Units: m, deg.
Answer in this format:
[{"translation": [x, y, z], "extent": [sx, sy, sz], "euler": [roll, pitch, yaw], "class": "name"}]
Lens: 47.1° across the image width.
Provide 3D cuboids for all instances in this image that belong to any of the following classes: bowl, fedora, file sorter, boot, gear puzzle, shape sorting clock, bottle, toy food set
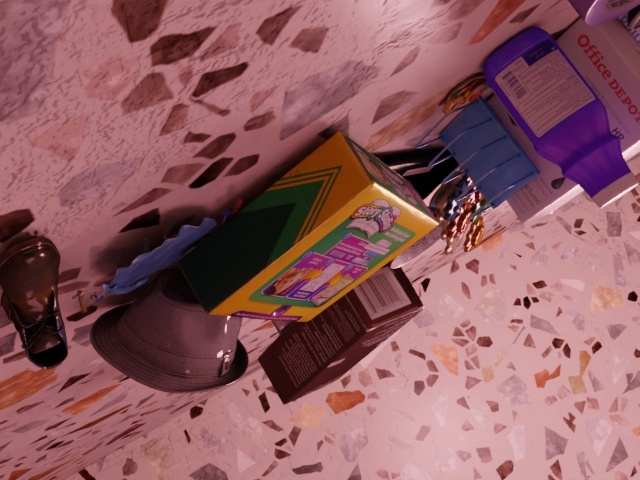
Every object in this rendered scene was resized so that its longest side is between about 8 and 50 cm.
[{"translation": [0.194, -0.023, 1.545], "extent": [0.170, 0.080, 0.170], "euler": [-32, 164, -11], "class": "bowl"}, {"translation": [-0.219, 0.127, 1.185], "extent": [0.275, 0.244, 0.124], "euler": [-1, 118, -62], "class": "fedora"}, {"translation": [0.264, -0.138, 1.271], "extent": [0.104, 0.170, 0.118], "euler": [-28, 168, -40], "class": "file sorter"}, {"translation": [-0.333, 0.078, 0.882], "extent": [0.082, 0.106, 0.219], "euler": [-25, 166, -28], "class": "boot"}, {"translation": [0.311, -0.052, 1.517], "extent": [0.175, 0.044, 0.339], "euler": [-58, 155, -14], "class": "gear puzzle"}, {"translation": [0.322, -0.127, 1.581], "extent": [0.206, 0.040, 0.206], "euler": [-31, 165, -9], "class": "shape sorting clock"}, {"translation": [0.364, -0.181, 1.103], "extent": [0.118, 0.282, 0.092], "euler": [-35, 167, 11], "class": "bottle"}, {"translation": [0.237, -0.238, 1.188], "extent": [0.083, 0.020, 0.082], "euler": [-22, 165, -33], "class": "toy food set"}]

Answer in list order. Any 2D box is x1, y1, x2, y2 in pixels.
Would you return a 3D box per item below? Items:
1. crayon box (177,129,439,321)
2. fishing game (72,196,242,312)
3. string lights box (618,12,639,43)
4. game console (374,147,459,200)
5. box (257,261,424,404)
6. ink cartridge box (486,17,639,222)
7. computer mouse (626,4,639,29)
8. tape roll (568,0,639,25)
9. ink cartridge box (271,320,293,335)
[{"translation": [0.000, 0.000, 1.195], "extent": [0.313, 0.106, 0.363], "euler": [-39, 160, 13], "class": "crayon box"}, {"translation": [-0.230, 0.015, 1.043], "extent": [0.264, 0.041, 0.189], "euler": [-33, 176, -16], "class": "fishing game"}, {"translation": [0.552, -0.309, 1.388], "extent": [0.077, 0.133, 0.259], "euler": [-24, 165, -27], "class": "string lights box"}, {"translation": [0.089, -0.066, 1.457], "extent": [0.387, 0.060, 0.342], "euler": [-16, 155, -52], "class": "game console"}, {"translation": [0.036, 0.211, 1.653], "extent": [0.191, 0.143, 0.381], "euler": [-16, 159, -41], "class": "box"}, {"translation": [0.432, -0.209, 1.285], "extent": [0.129, 0.223, 0.307], "euler": [-16, 160, -48], "class": "ink cartridge box"}, {"translation": [0.546, -0.418, 1.174], "extent": [0.106, 0.042, 0.193], "euler": [-29, 163, -30], "class": "computer mouse"}, {"translation": [0.395, -0.366, 0.931], "extent": [0.189, 0.080, 0.189], "euler": [-29, 166, -8], "class": "tape roll"}, {"translation": [0.000, 0.113, 1.762], "extent": [0.278, 0.117, 0.201], "euler": [-29, 166, -8], "class": "ink cartridge box"}]
